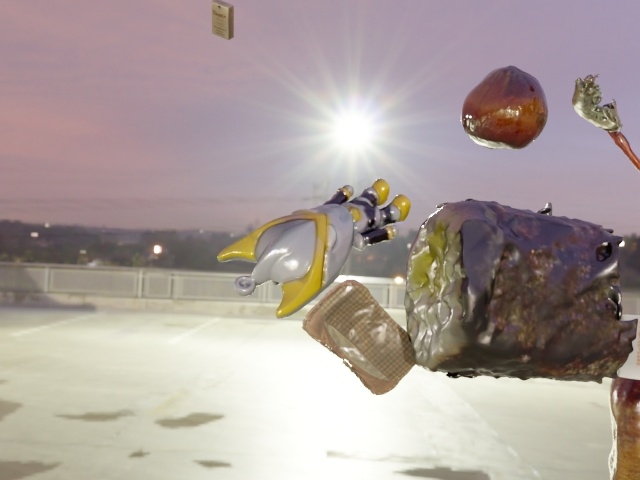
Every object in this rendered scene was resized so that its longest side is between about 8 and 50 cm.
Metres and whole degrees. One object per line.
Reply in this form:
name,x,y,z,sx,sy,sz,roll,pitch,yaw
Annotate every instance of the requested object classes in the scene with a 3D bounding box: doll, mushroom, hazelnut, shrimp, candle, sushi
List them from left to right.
doll,0.003,0.002,1.152,0.316,0.145,0.103,-29,-11,-30
hazelnut,0.465,-0.338,1.927,0.217,0.217,0.251,3,21,1
sushi,0.288,0.079,1.182,0.294,0.281,0.299,4,8,-14
shrimp,0.585,-0.287,1.598,0.126,0.047,0.223,42,3,21
candle,0.704,-0.187,1.709,0.026,0.167,0.021,-38,-8,30
mushroom,0.715,0.382,1.473,0.346,0.345,0.259,3,13,-14

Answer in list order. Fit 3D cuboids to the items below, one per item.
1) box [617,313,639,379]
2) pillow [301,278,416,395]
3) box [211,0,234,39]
box,0.640,0.180,1.167,0.299,0.106,0.200,-1,-8,40
pillow,0.076,0.167,1.306,0.211,0.135,0.034,42,13,-12
box,-0.231,-0.521,1.791,0.053,0.083,0.024,28,44,22
